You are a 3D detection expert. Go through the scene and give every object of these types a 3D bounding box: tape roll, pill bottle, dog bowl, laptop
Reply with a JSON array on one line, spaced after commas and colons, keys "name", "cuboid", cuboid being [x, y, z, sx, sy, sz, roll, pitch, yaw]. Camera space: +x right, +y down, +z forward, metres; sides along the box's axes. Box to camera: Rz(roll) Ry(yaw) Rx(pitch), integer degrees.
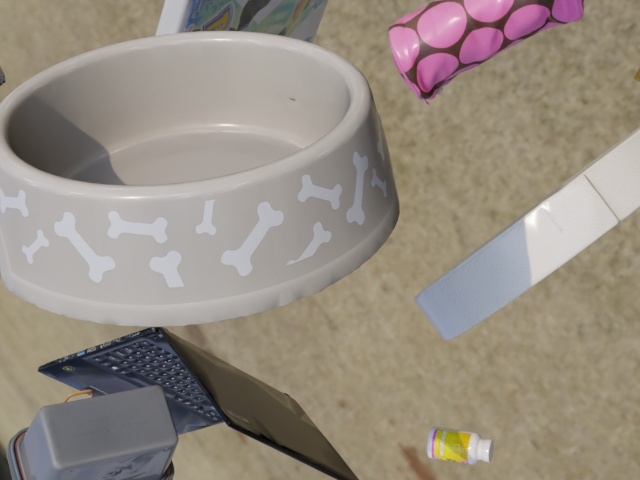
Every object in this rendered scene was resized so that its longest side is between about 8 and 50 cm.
[{"name": "tape roll", "cuboid": [0.284, -0.018, 1.532, 0.072, 0.392, 0.392, 53, 165, 3]}, {"name": "pill bottle", "cuboid": [0.186, 0.273, 1.677, 0.083, 0.043, 0.043, 5, 143, 21]}, {"name": "dog bowl", "cuboid": [-0.109, -0.069, 1.027, 0.349, 0.349, 0.102, 35, 138, 47]}, {"name": "laptop", "cuboid": [-0.126, 0.195, 1.325, 0.234, 0.264, 0.136, 36, -137, -46]}]

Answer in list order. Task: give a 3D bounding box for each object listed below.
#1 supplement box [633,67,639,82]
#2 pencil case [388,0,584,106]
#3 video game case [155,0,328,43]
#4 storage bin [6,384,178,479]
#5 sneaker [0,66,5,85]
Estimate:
[{"name": "supplement box", "cuboid": [0.545, -0.227, 1.598, 0.194, 0.191, 0.129, 32, -176, -14]}, {"name": "pencil case", "cuboid": [0.174, -0.224, 1.308, 0.098, 0.209, 0.095, 59, -169, -25]}, {"name": "video game case", "cuboid": [-0.111, -0.224, 1.602, 0.036, 0.300, 0.329, 38, 128, 21]}, {"name": "storage bin", "cuboid": [-0.184, 0.164, 1.051, 0.091, 0.135, 0.098, -57, 48, 53]}, {"name": "sneaker", "cuboid": [-0.400, -0.209, 1.423, 0.221, 0.083, 0.087, -145, 45, -68]}]
